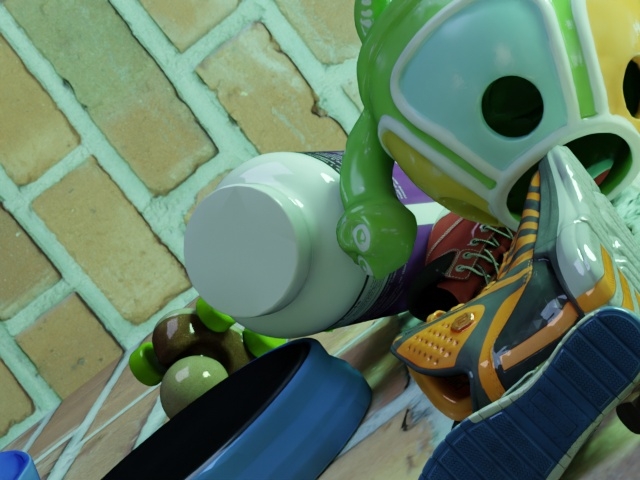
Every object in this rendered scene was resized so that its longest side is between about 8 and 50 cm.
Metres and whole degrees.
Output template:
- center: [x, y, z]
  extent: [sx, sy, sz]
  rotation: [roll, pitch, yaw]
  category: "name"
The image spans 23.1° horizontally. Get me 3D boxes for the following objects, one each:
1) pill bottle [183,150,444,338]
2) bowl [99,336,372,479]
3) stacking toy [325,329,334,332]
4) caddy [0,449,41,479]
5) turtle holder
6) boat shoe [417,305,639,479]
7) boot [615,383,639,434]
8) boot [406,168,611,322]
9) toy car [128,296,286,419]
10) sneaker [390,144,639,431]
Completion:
- center: [0.000, 0.000, 1.574]
  extent: [0.181, 0.181, 0.323]
  rotation: [-35, -13, 25]
  category: "pill bottle"
- center: [-0.126, 0.233, 1.498]
  extent: [0.391, 0.077, 0.391]
  rotation: [-38, 7, 5]
  category: "bowl"
- center: [0.104, 0.023, 1.829]
  extent: [0.221, 0.052, 0.167]
  rotation: [-36, 5, 37]
  category: "stacking toy"
- center: [-0.399, 0.364, 1.678]
  extent: [0.241, 0.179, 0.341]
  rotation: [-16, 10, 6]
  category: "caddy"
- center: [0.142, -0.119, 1.360]
  extent: [0.320, 0.227, 0.243]
  rotation: [-21, -36, -1]
  category: "turtle holder"
- center: [0.136, 0.116, 0.965]
  extent: [0.183, 0.066, 0.066]
  rotation: [-43, -14, 10]
  category: "boat shoe"
- center: [0.232, 0.064, 0.894]
  extent: [0.114, 0.037, 0.106]
  rotation: [-36, 7, -21]
  category: "boot"
- center: [0.188, -0.012, 1.476]
  extent: [0.244, 0.088, 0.176]
  rotation: [-36, 13, 32]
  category: "boot"
- center: [-0.134, 0.181, 1.860]
  extent: [0.155, 0.149, 0.188]
  rotation: [-39, 34, 28]
  category: "toy car"
- center: [0.140, 0.040, 1.154]
  extent: [0.180, 0.124, 0.321]
  rotation: [-35, 7, 17]
  category: "sneaker"
